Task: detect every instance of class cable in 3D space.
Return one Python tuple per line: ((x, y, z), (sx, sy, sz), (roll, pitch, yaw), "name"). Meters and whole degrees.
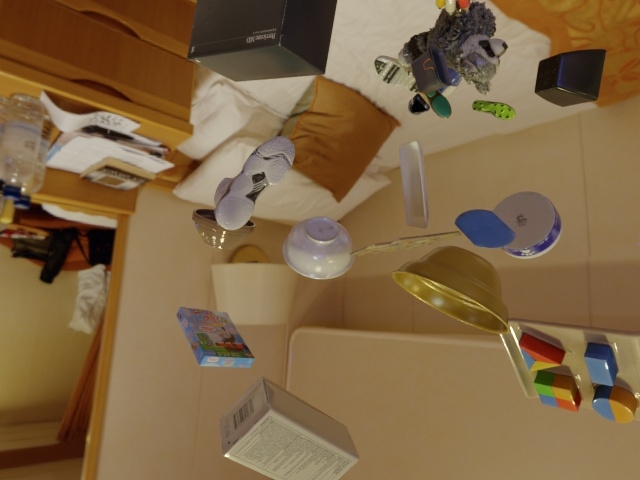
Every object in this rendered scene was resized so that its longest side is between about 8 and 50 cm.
((0.388, -0.761, 1.283), (0.139, 0.072, 0.287), (20, -171, 27), "cable")

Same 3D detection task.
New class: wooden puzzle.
((0.668, 0.348, 1.116), (0.347, 0.080, 0.322), (-6, 123, 44), "wooden puzzle")

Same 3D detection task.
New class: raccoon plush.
((0.473, -0.639, 1.585), (0.216, 0.300, 0.446), (13, 166, -24), "raccoon plush")

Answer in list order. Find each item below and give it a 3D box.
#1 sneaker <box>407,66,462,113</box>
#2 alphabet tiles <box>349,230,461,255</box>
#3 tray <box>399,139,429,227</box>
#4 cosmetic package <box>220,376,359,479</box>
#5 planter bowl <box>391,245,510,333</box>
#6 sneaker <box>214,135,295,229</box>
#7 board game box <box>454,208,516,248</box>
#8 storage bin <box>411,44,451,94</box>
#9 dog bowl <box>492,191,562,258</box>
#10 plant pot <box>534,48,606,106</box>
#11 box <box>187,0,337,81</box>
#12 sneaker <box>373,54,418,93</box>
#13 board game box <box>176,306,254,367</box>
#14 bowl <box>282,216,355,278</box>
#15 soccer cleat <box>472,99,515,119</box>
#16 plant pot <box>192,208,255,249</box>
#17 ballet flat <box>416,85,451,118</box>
((0.576, -0.743, 2.207), (0.315, 0.127, 0.182), (-38, -170, 29), "sneaker")
((0.285, 0.012, 1.453), (0.342, 0.011, 0.285), (-7, 172, -23), "alphabet tiles")
((0.304, -0.178, 1.385), (0.030, 0.271, 0.145), (-9, -173, -11), "tray")
((-0.071, 0.478, 1.040), (0.309, 0.160, 0.113), (42, -173, -29), "cosmetic package")
((0.240, 0.071, 0.754), (0.217, 0.090, 0.217), (29, 169, 6), "planter bowl")
((-0.245, -0.209, 1.489), (0.137, 0.366, 0.210), (39, 175, -27), "sneaker")
((0.470, -0.025, 1.252), (0.133, 0.169, 0.033), (-17, 134, -13), "board game box")
((0.354, -0.550, 1.416), (0.098, 0.135, 0.091), (-6, 169, -45), "storage bin")
((0.844, -0.065, 1.790), (0.264, 0.265, 0.104), (-7, 153, 41), "dog bowl")
((0.954, -0.639, 1.688), (0.166, 0.188, 0.188), (4, -172, -11), "plant pot")
((-0.143, -0.591, 1.091), (0.343, 0.313, 0.178), (12, -177, 37), "box")
((0.352, -0.752, 1.921), (0.292, 0.118, 0.110), (11, 147, -31), "sneaker")
((-0.297, 0.270, 1.215), (0.160, 0.039, 0.211), (18, -163, -43), "board game box")
((0.000, 0.000, 1.720), (0.297, 0.298, 0.134), (4, 136, -5), "bowl")
((0.687, -0.521, 1.705), (0.178, 0.060, 0.072), (30, -142, 34), "soccer cleat")
((-0.372, -0.037, 1.632), (0.237, 0.110, 0.237), (16, -169, -3), "plant pot")
((0.471, -0.579, 1.786), (0.073, 0.206, 0.067), (-31, 168, 6), "ballet flat")
